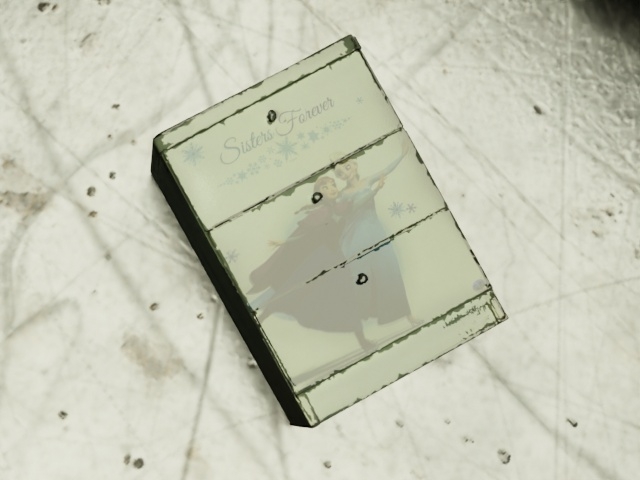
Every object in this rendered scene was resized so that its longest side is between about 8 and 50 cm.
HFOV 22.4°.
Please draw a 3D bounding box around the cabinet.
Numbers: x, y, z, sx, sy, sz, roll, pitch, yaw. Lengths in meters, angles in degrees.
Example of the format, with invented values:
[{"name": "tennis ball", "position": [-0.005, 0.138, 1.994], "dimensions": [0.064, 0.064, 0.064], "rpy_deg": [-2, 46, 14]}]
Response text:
[{"name": "cabinet", "position": [0.000, 0.000, 1.070], "dimensions": [0.145, 0.150, 0.206], "rpy_deg": [-29, 88, -9]}]
